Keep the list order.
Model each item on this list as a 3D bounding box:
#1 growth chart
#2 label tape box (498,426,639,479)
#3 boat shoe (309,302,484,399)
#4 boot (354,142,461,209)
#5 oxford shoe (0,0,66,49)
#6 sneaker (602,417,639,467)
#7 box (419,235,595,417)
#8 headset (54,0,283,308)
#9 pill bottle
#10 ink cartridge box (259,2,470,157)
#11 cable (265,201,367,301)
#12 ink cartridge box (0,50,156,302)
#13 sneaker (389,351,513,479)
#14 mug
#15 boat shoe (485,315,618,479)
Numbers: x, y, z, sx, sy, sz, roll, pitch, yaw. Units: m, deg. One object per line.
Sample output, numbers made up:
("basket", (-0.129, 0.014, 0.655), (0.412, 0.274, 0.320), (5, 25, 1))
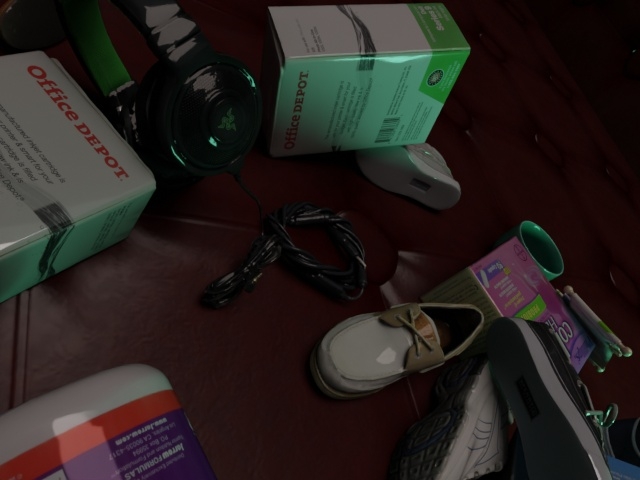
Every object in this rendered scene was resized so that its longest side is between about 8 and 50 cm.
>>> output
("growth chart", (0.495, 0.168, 0.966), (0.172, 0.021, 0.237), (58, 3, 29))
("label tape box", (0.328, 0.420, 0.604), (0.240, 0.106, 0.334), (18, 39, 15))
("boat shoe", (0.118, 0.136, 0.720), (0.302, 0.103, 0.113), (-8, 65, -43))
("boot", (0.165, -0.157, 1.012), (0.258, 0.095, 0.123), (26, 35, -30))
("oxford shoe", (-0.380, -0.326, 0.692), (0.076, 0.076, 0.212), (12, 48, 5))
("sneaker", (0.586, 0.435, 0.853), (0.099, 0.153, 0.282), (17, 50, -30))
("box", (0.329, 0.142, 0.886), (0.213, 0.117, 0.243), (-20, 74, -47))
("headset", (-0.177, -0.117, 0.593), (0.185, 0.243, 0.394), (-45, 112, -25))
("pill bottle", (-0.130, 0.265, 0.351), (0.181, 0.181, 0.323), (-18, 73, -46))
("ink cartridge box", (0.053, -0.253, 0.812), (0.289, 0.211, 0.122), (-8, 62, -17))
("cable", (0.000, 0.000, 0.767), (0.184, 0.047, 0.151), (33, 43, -16))
("ink cartridge box", (-0.328, -0.049, 0.472), (0.197, 0.114, 0.273), (49, 42, 2))
("sneaker", (0.199, 0.272, 0.688), (0.297, 0.111, 0.129), (-33, 88, -48))
("mug", (0.411, 0.032, 1.056), (0.157, 0.097, 0.130), (27, 46, -22))
("boat shoe", (0.317, 0.238, 0.659), (0.104, 0.113, 0.306), (7, 41, -18))
